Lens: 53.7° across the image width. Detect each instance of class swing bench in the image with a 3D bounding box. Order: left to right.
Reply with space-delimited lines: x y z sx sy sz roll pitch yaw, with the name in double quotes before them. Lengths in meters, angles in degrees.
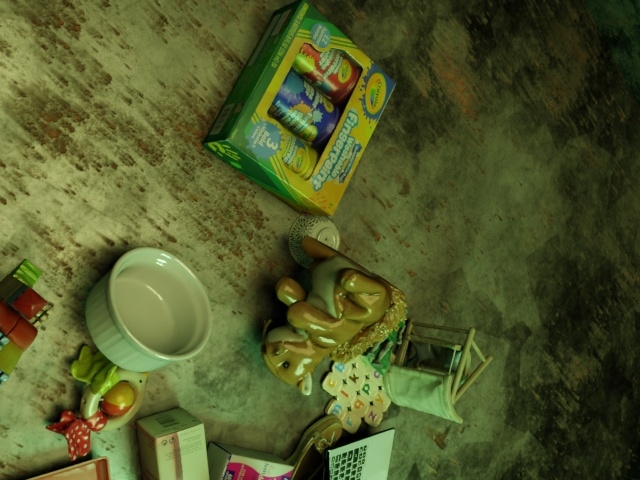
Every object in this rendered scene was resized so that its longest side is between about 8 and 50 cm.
"swing bench" 0.352 0.400 1.965 0.254 0.253 0.165 -54 123 -27

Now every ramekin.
"ramekin" -0.397 0.166 1.451 0.277 0.135 0.277 36 37 -33

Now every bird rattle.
"bird rattle" -0.498 0.379 1.472 0.207 0.143 0.253 13 89 -51

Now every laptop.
"laptop" 0.103 0.803 1.801 0.408 0.236 0.381 -6 111 -35

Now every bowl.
"bowl" 0.000 0.000 1.816 0.170 0.080 0.170 -3 95 -34

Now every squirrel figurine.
"squirrel figurine" 0.034 0.240 1.723 0.397 0.281 0.370 27 96 -42

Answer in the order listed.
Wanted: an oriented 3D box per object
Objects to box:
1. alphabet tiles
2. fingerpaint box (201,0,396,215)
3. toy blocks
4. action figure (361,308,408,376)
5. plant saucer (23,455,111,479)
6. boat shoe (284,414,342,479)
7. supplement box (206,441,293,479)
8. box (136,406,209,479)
"alphabet tiles" 0.128 0.449 1.972 0.278 0.021 0.284 43 70 -29
"fingerpaint box" -0.044 -0.346 1.710 0.371 0.163 0.444 35 74 -31
"toy blocks" -0.672 0.214 1.251 0.381 0.261 0.190 -49 118 -22
"action figure" 0.216 0.294 1.985 0.137 0.063 0.232 54 50 -19
"plant saucer" -0.611 0.648 1.454 0.259 0.048 0.258 -8 98 -35
"boat shoe" -0.026 0.633 1.831 0.285 0.089 0.104 -47 116 -20
"supplement box" -0.200 0.628 1.701 0.220 0.114 0.111 25 78 -35
"box" -0.362 0.554 1.559 0.127 0.149 0.232 -9 98 -33
